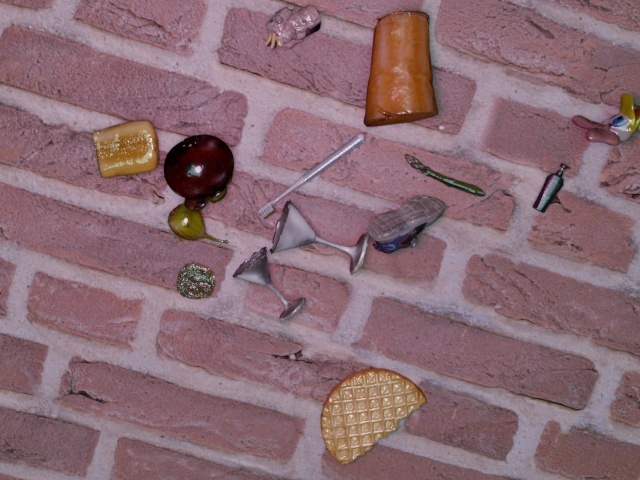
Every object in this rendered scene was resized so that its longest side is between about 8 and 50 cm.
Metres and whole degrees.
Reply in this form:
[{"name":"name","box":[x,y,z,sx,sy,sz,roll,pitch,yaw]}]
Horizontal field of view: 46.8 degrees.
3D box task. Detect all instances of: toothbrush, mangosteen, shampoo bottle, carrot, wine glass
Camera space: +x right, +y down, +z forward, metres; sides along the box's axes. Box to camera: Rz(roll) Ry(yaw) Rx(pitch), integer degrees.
[{"name":"toothbrush","box":[-0.024,-0.169,1.930,0.342,0.025,0.030,-38,64,4]},{"name":"mangosteen","box":[-0.299,-0.168,1.865,0.199,0.200,0.200,0,100,-1]},{"name":"shampoo bottle","box":[0.607,-0.139,1.945,0.048,0.027,0.137,29,98,3]},{"name":"carrot","box":[0.187,-0.418,1.822,0.195,0.196,0.254,-5,92,0]},{"name":"wine glass","box":[-0.132,0.121,1.940,0.122,0.122,0.183,-38,101,6]},{"name":"wine glass","box":[0.000,0.000,1.907,0.232,0.156,0.156,19,99,-9]}]

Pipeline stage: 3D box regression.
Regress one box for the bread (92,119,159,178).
[{"name":"bread","box":[-0.491,-0.233,1.883,0.173,0.085,0.134,-8,97,2]}]

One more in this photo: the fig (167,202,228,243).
[{"name":"fig","box":[-0.322,-0.024,1.921,0.166,0.093,0.093,44,97,-9]}]

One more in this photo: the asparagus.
[{"name":"asparagus","box":[0.322,-0.166,1.936,0.236,0.027,0.034,24,119,-4]}]

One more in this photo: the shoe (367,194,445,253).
[{"name":"shoe","box":[0.229,-0.027,1.923,0.227,0.099,0.126,-24,129,-17]}]

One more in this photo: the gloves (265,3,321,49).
[{"name":"gloves","box":[-0.071,-0.535,1.832,0.144,0.110,0.094,-21,92,-27]}]

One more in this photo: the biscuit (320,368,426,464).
[{"name":"biscuit","box":[0.121,0.467,2.038,0.309,0.040,0.205,-39,98,5]}]

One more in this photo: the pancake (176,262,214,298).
[{"name":"pancake","box":[-0.333,0.111,1.980,0.108,0.017,0.108,0,103,-2]}]

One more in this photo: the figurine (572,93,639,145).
[{"name":"figurine","box":[0.864,-0.273,1.870,0.420,0.154,0.193,16,117,-8]}]
